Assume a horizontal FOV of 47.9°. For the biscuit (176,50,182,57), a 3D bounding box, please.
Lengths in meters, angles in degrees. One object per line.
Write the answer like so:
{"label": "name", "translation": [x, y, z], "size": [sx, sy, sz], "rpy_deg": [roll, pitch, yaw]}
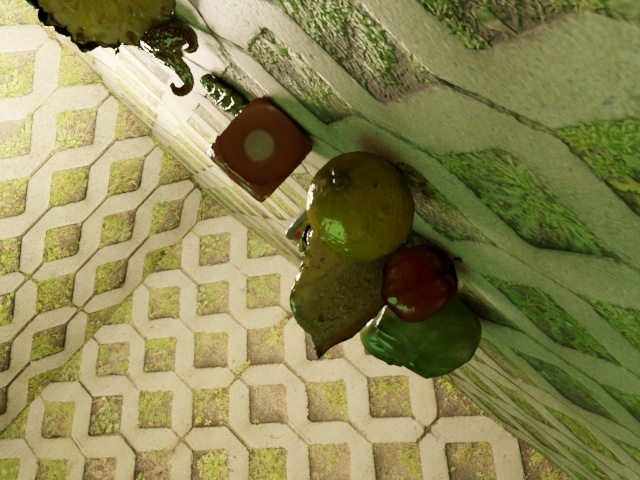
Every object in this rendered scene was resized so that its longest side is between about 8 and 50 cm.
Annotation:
{"label": "biscuit", "translation": [-0.400, -0.499, 1.805], "size": [0.130, 0.019, 0.102], "rpy_deg": [39, 171, 20]}

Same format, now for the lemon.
{"label": "lemon", "translation": [0.071, -0.061, 1.304], "size": [0.192, 0.192, 0.231], "rpy_deg": [36, 177, 36]}

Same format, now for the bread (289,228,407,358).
{"label": "bread", "translation": [0.028, 0.048, 1.664], "size": [0.279, 0.315, 0.248], "rpy_deg": [48, 170, 43]}

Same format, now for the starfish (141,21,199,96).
{"label": "starfish", "translation": [-0.383, -0.467, 1.591], "size": [0.312, 0.113, 0.303], "rpy_deg": [41, 173, 27]}

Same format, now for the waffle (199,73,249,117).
{"label": "waffle", "translation": [-0.217, -0.334, 1.765], "size": [0.183, 0.036, 0.169], "rpy_deg": [36, 172, 36]}

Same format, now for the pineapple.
{"label": "pineapple", "translation": [-0.357, -0.463, 1.234], "size": [0.262, 0.262, 0.271], "rpy_deg": [45, -168, -22]}

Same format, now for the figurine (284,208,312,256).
{"label": "figurine", "translation": [0.000, 0.000, 2.212], "size": [0.236, 0.133, 0.176], "rpy_deg": [29, 163, 45]}

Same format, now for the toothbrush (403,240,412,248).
{"label": "toothbrush", "translation": [0.193, 0.028, 1.818], "size": [0.024, 0.021, 0.288], "rpy_deg": [51, 173, 2]}

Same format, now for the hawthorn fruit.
{"label": "hawthorn fruit", "translation": [0.224, 0.081, 1.538], "size": [0.157, 0.194, 0.156], "rpy_deg": [33, -141, -31]}

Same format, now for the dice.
{"label": "dice", "translation": [-0.135, -0.197, 1.607], "size": [0.174, 0.175, 0.179], "rpy_deg": [41, 171, -4]}

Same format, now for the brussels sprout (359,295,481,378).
{"label": "brussels sprout", "translation": [0.236, 0.211, 1.783], "size": [0.328, 0.247, 0.328], "rpy_deg": [33, 167, 8]}

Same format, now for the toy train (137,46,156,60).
{"label": "toy train", "translation": [-0.470, -0.526, 1.905], "size": [0.122, 0.050, 0.081], "rpy_deg": [37, -179, 35]}
